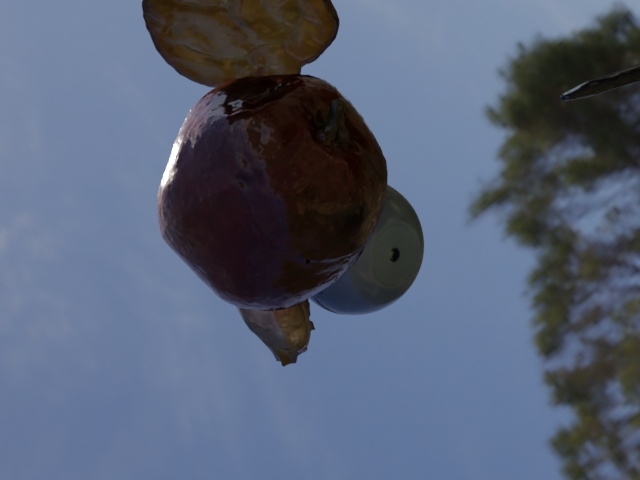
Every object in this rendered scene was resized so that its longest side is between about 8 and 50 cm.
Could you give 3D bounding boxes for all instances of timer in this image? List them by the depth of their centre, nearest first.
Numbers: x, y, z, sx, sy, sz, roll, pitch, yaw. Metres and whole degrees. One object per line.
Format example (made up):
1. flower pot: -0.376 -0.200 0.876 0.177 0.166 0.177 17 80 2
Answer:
1. timer: 0.016 0.014 1.986 0.175 0.255 0.175 5 -102 -26

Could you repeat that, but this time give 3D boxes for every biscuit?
1. biscuit: -0.094 -0.251 1.851 0.260 0.203 0.041 49 -149 -47

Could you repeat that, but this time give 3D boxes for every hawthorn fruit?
1. hawthorn fruit: -0.037 -0.059 1.623 0.224 0.261 0.224 7 -110 -20

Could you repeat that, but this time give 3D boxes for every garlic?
1. garlic: -0.058 0.063 1.787 0.066 0.084 0.152 -17 -120 -17

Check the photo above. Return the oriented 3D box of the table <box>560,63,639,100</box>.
1. table: 0.326 -0.288 1.582 0.317 0.249 0.317 -5 -90 -88
